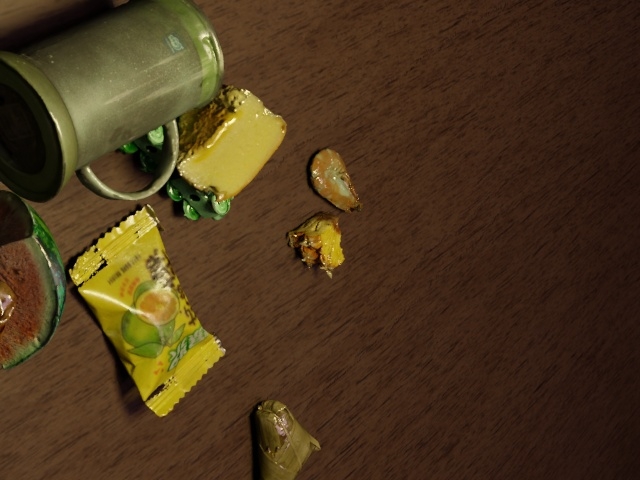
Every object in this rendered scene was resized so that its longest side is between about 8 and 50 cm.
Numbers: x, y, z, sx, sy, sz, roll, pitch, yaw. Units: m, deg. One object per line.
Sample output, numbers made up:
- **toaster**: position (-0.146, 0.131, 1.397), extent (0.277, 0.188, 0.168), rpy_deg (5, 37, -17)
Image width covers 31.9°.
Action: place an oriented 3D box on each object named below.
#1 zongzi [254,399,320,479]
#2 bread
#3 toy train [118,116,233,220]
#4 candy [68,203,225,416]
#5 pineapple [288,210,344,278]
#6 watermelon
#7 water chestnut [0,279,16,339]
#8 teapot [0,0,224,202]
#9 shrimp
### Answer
- **zongzi**: position (-0.093, 0.390, 2.007), extent (0.176, 0.078, 0.160), rpy_deg (-55, 131, -24)
- **bread**: position (-0.169, -0.149, 1.679), extent (0.140, 0.169, 0.160), rpy_deg (39, 75, -48)
- **toy train**: position (-0.214, -0.134, 1.725), extent (0.251, 0.085, 0.119), rpy_deg (52, 41, -40)
- **candy**: position (-0.261, 0.111, 1.722), extent (0.187, 0.081, 0.297), rpy_deg (-44, 119, -38)
- **pineapple**: position (0.000, 0.000, 2.054), extent (0.137, 0.069, 0.116), rpy_deg (47, 55, -57)
- **watermelon**: position (-0.380, 0.055, 1.493), extent (0.128, 0.146, 0.231), rpy_deg (-33, 120, -45)
- **water chestnut**: position (-0.490, 0.084, 1.336), extent (0.223, 0.238, 0.223), rpy_deg (56, 15, -23)
- **teapot**: position (-0.277, -0.187, 1.506), extent (0.337, 0.200, 0.270), rpy_deg (-37, 112, -40)
- **shrimp**: position (0.036, -0.102, 2.086), extent (0.184, 0.043, 0.091), rpy_deg (49, 57, -45)
